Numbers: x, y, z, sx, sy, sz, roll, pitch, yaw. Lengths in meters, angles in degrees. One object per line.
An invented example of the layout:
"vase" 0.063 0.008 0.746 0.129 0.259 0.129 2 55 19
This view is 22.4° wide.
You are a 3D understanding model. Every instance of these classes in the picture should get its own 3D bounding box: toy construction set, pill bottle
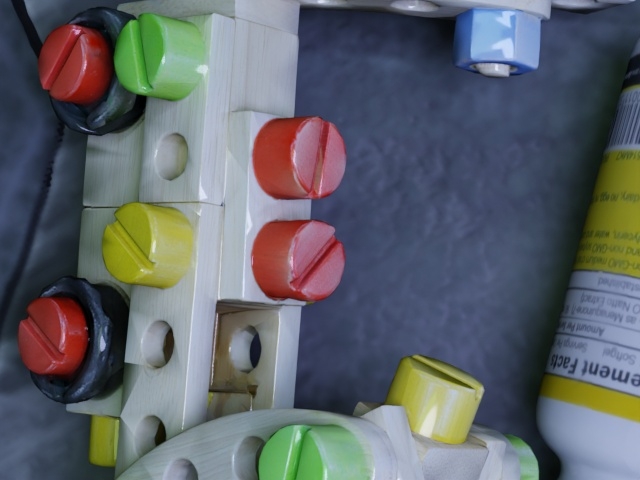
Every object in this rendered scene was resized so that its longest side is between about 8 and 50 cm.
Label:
"toy construction set" 0.000 0.000 0.573 0.215 0.151 0.328 0 70 43
"pill bottle" 0.148 0.035 0.594 0.119 0.119 0.208 15 87 4
